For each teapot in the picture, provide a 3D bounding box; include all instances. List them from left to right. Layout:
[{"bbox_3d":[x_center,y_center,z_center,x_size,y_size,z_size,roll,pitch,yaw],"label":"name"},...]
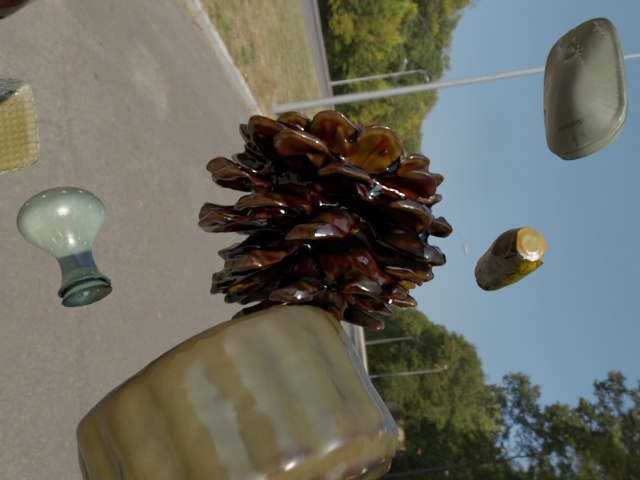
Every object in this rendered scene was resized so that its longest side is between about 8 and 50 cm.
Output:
[{"bbox_3d":[-0.549,0.013,1.131,0.251,0.183,0.183,63,-1,17],"label":"teapot"}]

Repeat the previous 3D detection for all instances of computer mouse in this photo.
[{"bbox_3d":[0.580,-0.339,1.145,0.197,0.094,0.331,-25,-123,58],"label":"computer mouse"}]

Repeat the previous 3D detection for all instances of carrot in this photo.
[{"bbox_3d":[0.318,0.033,0.870,0.173,0.082,0.082,109,-23,-71],"label":"carrot"}]

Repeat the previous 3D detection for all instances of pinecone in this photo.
[{"bbox_3d":[0.000,0.000,0.775,0.398,0.397,0.398,-7,90,-85],"label":"pinecone"}]

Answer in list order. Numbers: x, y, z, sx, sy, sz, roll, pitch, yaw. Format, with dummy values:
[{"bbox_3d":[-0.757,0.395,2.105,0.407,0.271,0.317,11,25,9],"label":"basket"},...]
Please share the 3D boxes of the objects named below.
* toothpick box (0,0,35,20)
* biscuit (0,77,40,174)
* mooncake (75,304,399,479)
[{"bbox_3d":[-0.296,-0.262,0.310,0.294,0.192,0.192,2,80,-65],"label":"toothpick box"},{"bbox_3d":[-0.572,-0.115,0.658,0.426,0.078,0.144,-35,145,-51],"label":"biscuit"},{"bbox_3d":[-0.074,0.203,0.491,0.161,0.290,0.290,58,-7,27],"label":"mooncake"}]
